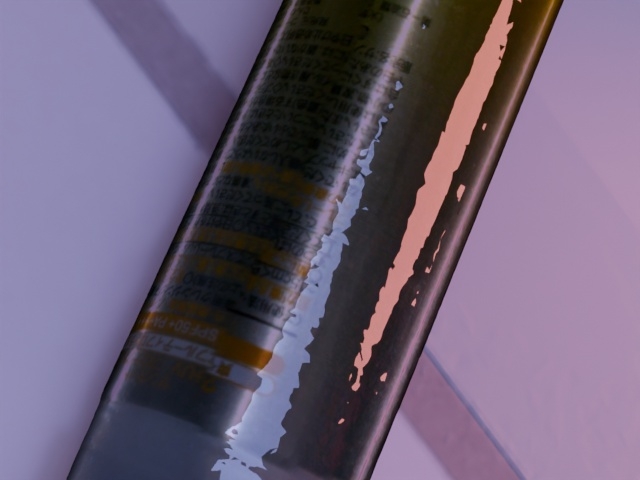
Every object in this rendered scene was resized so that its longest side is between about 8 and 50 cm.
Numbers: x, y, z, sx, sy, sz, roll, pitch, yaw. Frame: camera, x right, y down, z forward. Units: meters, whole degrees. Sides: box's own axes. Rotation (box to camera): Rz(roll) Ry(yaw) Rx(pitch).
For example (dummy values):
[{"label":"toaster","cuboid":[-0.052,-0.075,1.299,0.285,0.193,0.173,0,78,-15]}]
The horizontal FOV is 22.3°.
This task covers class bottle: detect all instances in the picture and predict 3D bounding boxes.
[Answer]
[{"label":"bottle","cuboid":[0.000,0.000,0.482,0.082,0.082,0.286,27,74,-11]}]
